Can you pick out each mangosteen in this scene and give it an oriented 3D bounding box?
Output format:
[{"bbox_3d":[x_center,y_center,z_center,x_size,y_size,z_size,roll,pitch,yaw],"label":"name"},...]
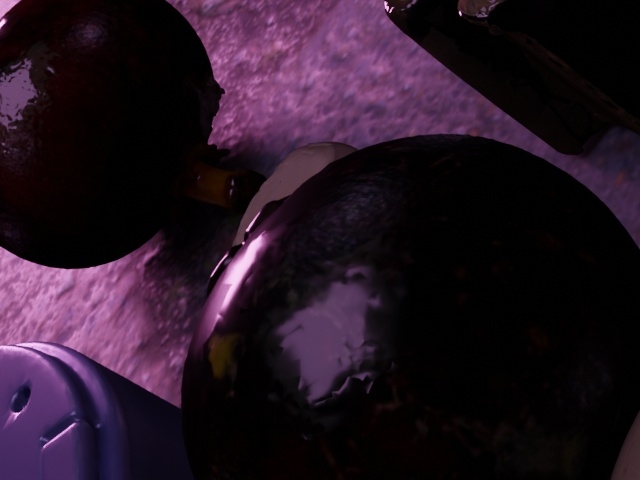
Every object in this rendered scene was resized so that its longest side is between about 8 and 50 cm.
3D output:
[{"bbox_3d":[0.067,0.086,0.957,0.288,0.288,0.288,-30,43,33],"label":"mangosteen"},{"bbox_3d":[-0.158,-0.077,1.421,0.261,0.235,0.235,26,81,11],"label":"mangosteen"}]

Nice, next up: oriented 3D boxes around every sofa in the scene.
[{"bbox_3d":[0.172,-0.196,1.099,0.258,0.200,0.182,-56,37,3],"label":"sofa"}]

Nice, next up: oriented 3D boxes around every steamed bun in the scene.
[{"bbox_3d":[0.000,0.000,1.240,0.112,0.091,0.130,-9,55,49],"label":"steamed bun"}]

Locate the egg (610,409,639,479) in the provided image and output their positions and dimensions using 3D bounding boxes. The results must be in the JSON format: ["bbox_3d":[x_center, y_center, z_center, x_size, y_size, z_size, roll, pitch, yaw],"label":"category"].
[{"bbox_3d":[0.214,0.144,0.788,0.189,0.189,0.253,12,78,53],"label":"egg"}]

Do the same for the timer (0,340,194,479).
[{"bbox_3d":[-0.212,0.243,1.231,0.395,0.173,0.395,-31,43,34],"label":"timer"}]
